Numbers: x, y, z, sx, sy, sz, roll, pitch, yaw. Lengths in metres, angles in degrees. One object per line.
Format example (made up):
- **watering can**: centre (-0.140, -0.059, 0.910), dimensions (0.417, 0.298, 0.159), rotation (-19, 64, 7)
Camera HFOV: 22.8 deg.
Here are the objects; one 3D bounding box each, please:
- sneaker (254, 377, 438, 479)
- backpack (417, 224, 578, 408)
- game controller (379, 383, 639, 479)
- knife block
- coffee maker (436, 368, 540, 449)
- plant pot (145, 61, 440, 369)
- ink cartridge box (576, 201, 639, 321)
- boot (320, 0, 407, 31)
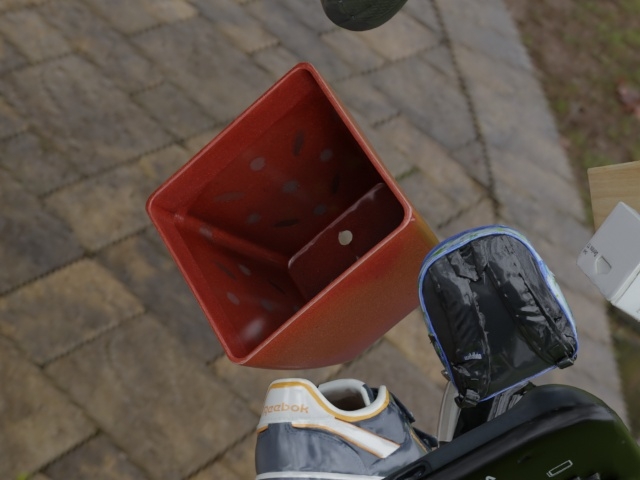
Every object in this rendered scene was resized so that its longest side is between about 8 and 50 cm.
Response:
- **sneaker**: centre (0.051, 0.206, 1.557), dimensions (0.321, 0.126, 0.127), rotation (23, 62, -57)
- **backpack**: centre (0.126, 0.047, 1.176), dimensions (0.114, 0.105, 0.084), rotation (64, 9, -9)
- **game controller**: centre (0.037, 0.185, 0.918), dimensions (0.067, 0.319, 0.166), rotation (62, 8, 22)
- **knife block**: centre (0.433, -0.058, 1.816), dimensions (0.242, 0.275, 0.088), rotation (-9, 92, -72)
- **coffee maker**: centre (0.194, 0.249, 1.848), dimensions (0.120, 0.171, 0.178), rotation (25, 72, -26)
- **plant pot**: centre (0.000, 0.000, 1.894), dimensions (0.236, 0.267, 0.267), rotation (32, 21, -55)
- **ink cartridge box**: centre (0.390, 0.060, 1.676), dimensions (0.208, 0.087, 0.153), rotation (31, 11, -15)
- **boot**: centre (0.086, -0.457, 1.835), dimensions (0.138, 0.377, 0.284), rotation (20, 26, -36)
